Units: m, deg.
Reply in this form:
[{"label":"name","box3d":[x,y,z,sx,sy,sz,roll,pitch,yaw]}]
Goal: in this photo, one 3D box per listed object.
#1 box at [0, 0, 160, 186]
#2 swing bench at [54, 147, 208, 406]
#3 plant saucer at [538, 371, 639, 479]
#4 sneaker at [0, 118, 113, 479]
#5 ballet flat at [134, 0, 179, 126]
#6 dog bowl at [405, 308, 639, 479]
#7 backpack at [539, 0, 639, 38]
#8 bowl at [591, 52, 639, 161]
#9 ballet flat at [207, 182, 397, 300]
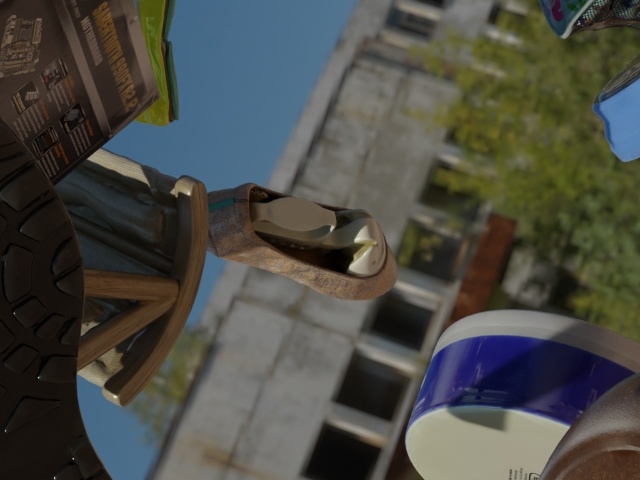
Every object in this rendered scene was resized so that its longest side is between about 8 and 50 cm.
[{"label":"box","box3d":[-0.195,-0.098,0.996,0.183,0.056,0.231,-42,-17,-12]},{"label":"swing bench","box3d":[-0.254,0.019,1.144,0.254,0.253,0.165,-16,-61,-43]},{"label":"plant saucer","box3d":[0.199,0.227,0.935,0.310,0.050,0.311,7,98,60]},{"label":"sneaker","box3d":[-0.165,0.065,0.765,0.124,0.107,0.283,30,135,59]},{"label":"ballet flat","box3d":[-0.200,-0.233,1.878,0.077,0.077,0.231,-90,3,-57]},{"label":"dog bowl","box3d":[0.215,0.180,1.503,0.265,0.265,0.104,91,-159,-58]},{"label":"backpack","box3d":[0.215,-0.296,1.186,0.253,0.191,0.225,-46,56,47]},{"label":"bowl","box3d":[0.464,-0.240,1.831,0.391,0.077,0.391,-40,2,2]},{"label":"ballet flat","box3d":[0.000,0.000,1.878,0.316,0.106,0.108,11,-118,-42]}]
